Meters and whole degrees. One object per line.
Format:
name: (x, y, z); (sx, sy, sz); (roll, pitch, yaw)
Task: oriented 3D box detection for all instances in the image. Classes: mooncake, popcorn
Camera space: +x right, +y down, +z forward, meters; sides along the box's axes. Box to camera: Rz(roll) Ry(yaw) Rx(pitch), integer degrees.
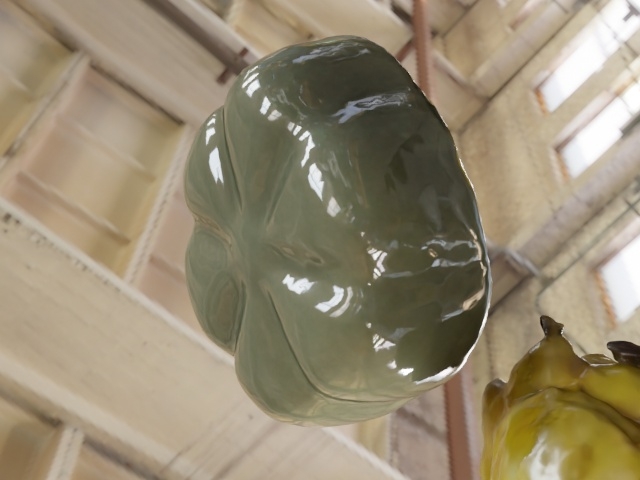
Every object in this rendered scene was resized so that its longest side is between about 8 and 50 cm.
mooncake: (0.000, 0.000, 0.804); (0.135, 0.275, 0.275); (-13, -124, -30)
popcorn: (0.198, 0.170, 0.745); (0.190, 0.191, 0.253); (5, -147, -5)
